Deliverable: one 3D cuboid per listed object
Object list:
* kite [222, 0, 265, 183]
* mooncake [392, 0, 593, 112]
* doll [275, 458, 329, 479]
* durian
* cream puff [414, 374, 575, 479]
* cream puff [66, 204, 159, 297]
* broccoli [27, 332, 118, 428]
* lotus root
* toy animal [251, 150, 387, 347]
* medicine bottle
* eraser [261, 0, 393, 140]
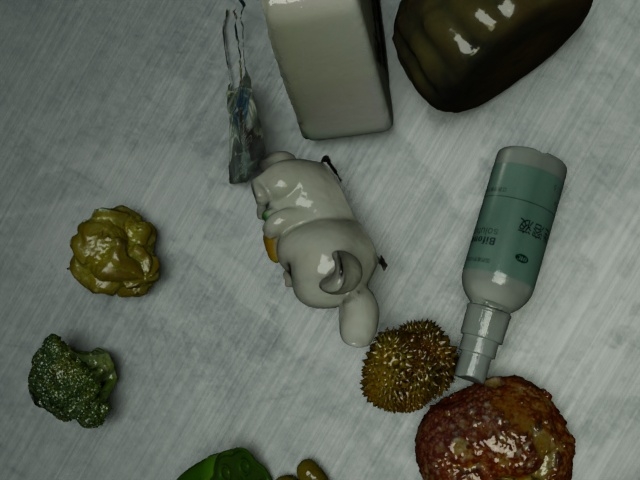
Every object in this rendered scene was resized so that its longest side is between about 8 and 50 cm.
[{"bbox_3d":[-0.135,-0.241,1.751,0.015,0.169,0.310,0,73,-22],"label":"kite"},{"bbox_3d":[0.241,-0.324,1.599,0.290,0.290,0.161,-37,76,6],"label":"mooncake"},{"bbox_3d":[0.006,0.441,1.688,0.137,0.097,0.209,-36,74,-8],"label":"doll"},{"bbox_3d":[0.133,0.192,1.651,0.158,0.168,0.137,-7,49,-16],"label":"durian"},{"bbox_3d":[0.261,0.318,1.618,0.240,0.164,0.240,-1,81,7],"label":"cream puff"},{"bbox_3d":[-0.323,0.024,1.761,0.156,0.121,0.156,-1,83,5],"label":"cream puff"},{"bbox_3d":[-0.398,0.230,1.763,0.138,0.146,0.162,-25,64,-23],"label":"broccoli"},{"bbox_3d":[-0.182,0.425,1.700,0.186,0.186,0.186,-1,86,10],"label":"lotus root"},{"bbox_3d":[0.000,0.002,1.651,0.154,0.208,0.325,-28,40,-8],"label":"toy animal"},{"bbox_3d":[0.270,0.039,1.629,0.110,0.110,0.352,16,80,11],"label":"medicine bottle"},{"bbox_3d":[0.022,-0.304,1.675,0.149,0.331,0.331,-5,86,8],"label":"eraser"}]
